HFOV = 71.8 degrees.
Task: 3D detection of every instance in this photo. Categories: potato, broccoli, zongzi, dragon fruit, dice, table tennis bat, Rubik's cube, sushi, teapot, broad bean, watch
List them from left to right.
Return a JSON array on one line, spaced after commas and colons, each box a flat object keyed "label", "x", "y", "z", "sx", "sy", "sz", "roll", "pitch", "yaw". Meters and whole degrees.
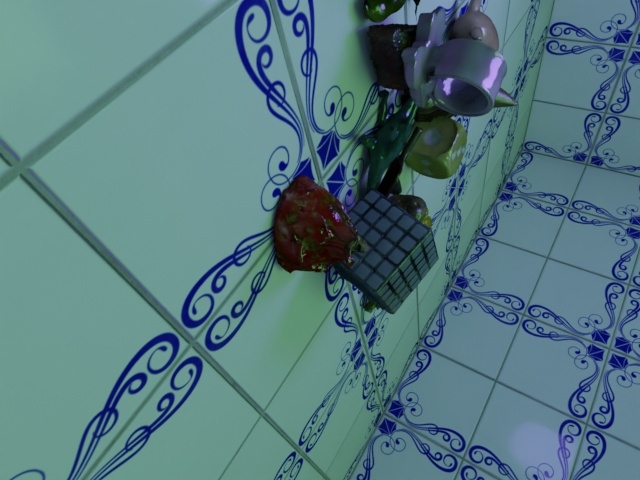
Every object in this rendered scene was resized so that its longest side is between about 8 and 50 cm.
[{"label": "dragon fruit", "x": 0.000, "y": 0.000, "z": 1.035, "sx": 0.134, "sy": 0.211, "sz": 0.262, "roll": -50, "pitch": 143, "yaw": -44}, {"label": "Rubik's cube", "x": 0.176, "y": 0.038, "z": 1.283, "sx": 0.238, "sy": 0.237, "sz": 0.237, "roll": -47, "pitch": 151, "yaw": -6}, {"label": "broccoli", "x": 0.235, "y": 0.217, "z": 1.708, "sx": 0.154, "sy": 0.167, "sz": 0.160, "roll": 25, "pitch": 118, "yaw": -32}, {"label": "sushi", "x": 0.187, "y": -0.462, "z": 1.123, "sx": 0.241, "sy": 0.107, "sz": 0.161, "roll": -40, "pitch": 140, "yaw": -51}, {"label": "teapot", "x": 0.253, "y": -0.206, "z": 1.503, "sx": 0.043, "sy": 0.042, "sz": 0.111, "roll": -52, "pitch": 147, "yaw": -28}, {"label": "table tennis bat", "x": 0.233, "y": -0.223, "z": 1.358, "sx": 0.154, "sy": 0.021, "sz": 0.274, "roll": -84, "pitch": -160, "yaw": -62}, {"label": "broad bean", "x": 0.187, "y": -0.588, "z": 1.083, "sx": 0.318, "sy": 0.056, "sz": 0.098, "roll": -35, "pitch": 123, "yaw": -47}, {"label": "potato", "x": 0.279, "y": -0.088, "z": 1.505, "sx": 0.200, "sy": 0.154, "sz": 0.137, "roll": -67, "pitch": 161, "yaw": -82}, {"label": "dice", "x": 0.404, "y": -0.324, "z": 1.549, "sx": 0.166, "sy": 0.169, "sz": 0.169, "roll": -63, "pitch": 152, "yaw": -8}, {"label": "watch", "x": 0.337, "y": -0.422, "z": 1.084, "sx": 0.211, "sy": 0.217, "sz": 0.248, "roll": -67, "pitch": 158, "yaw": -6}, {"label": "zongzi", "x": 0.443, "y": -0.439, "z": 1.390, "sx": 0.289, "sy": 0.317, "sz": 0.154, "roll": -53, "pitch": 168, "yaw": -27}]

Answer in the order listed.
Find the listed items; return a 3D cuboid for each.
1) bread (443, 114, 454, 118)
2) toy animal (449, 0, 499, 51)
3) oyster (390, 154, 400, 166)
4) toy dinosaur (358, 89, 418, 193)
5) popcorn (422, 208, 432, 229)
[{"label": "bread", "x": 0.460, "y": -0.482, "z": 1.584, "sx": 0.140, "sy": 0.069, "sz": 0.128, "roll": -34, "pitch": 178, "yaw": 33}, {"label": "toy animal", "x": 0.534, "y": -0.686, "z": 1.534, "sx": 0.250, "sy": 0.154, "sz": 0.166, "roll": 29, "pitch": 41, "yaw": -62}, {"label": "oyster", "x": 0.247, "y": -0.272, "z": 1.445, "sx": 0.054, "sy": 0.019, "sz": 0.083, "roll": -9, "pitch": 92, "yaw": -36}, {"label": "toy dinosaur", "x": 0.208, "y": -0.275, "z": 1.339, "sx": 0.383, "sy": 0.129, "sz": 0.331, "roll": -57, "pitch": 162, "yaw": -23}, {"label": "popcorn", "x": 0.349, "y": -0.051, "z": 1.688, "sx": 0.163, "sy": 0.140, "sz": 0.194, "roll": -14, "pitch": 123, "yaw": -52}]
